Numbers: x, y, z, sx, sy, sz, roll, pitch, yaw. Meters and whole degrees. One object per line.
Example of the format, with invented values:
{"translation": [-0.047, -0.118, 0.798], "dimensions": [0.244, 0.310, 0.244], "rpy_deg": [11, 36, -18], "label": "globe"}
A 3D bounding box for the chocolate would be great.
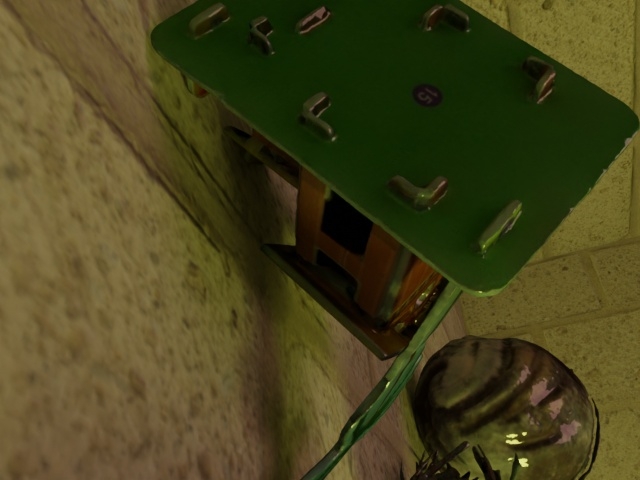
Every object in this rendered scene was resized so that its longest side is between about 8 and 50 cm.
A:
{"translation": [0.272, 0.279, 1.017], "dimensions": [0.213, 0.303, 0.303], "rpy_deg": [40, 31, -28], "label": "chocolate"}

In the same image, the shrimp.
{"translation": [0.177, 0.326, 0.746], "dimensions": [0.137, 0.172, 0.372], "rpy_deg": [69, 21, -1], "label": "shrimp"}

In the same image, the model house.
{"translation": [0.000, 0.000, 0.523], "dimensions": [0.300, 0.340, 0.323], "rpy_deg": [39, -26, 18], "label": "model house"}
